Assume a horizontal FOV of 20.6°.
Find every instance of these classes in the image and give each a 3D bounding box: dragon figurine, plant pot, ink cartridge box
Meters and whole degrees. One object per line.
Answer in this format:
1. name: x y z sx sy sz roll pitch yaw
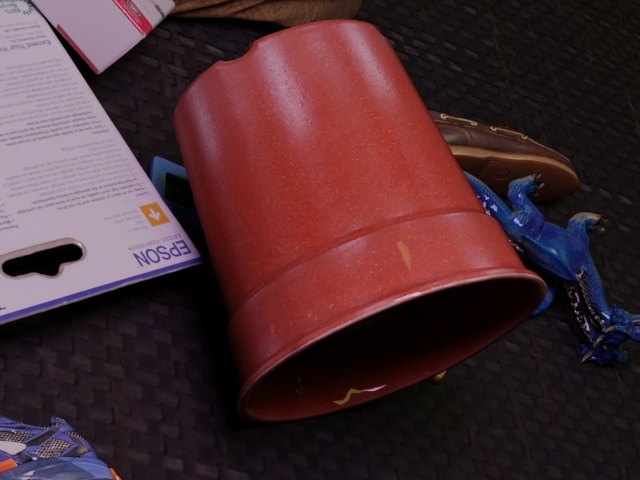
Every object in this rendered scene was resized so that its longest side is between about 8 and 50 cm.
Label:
1. dragon figurine: 0.215 0.016 1.782 0.289 0.085 0.144 31 40 -17
2. plant pot: 0.013 -0.024 1.474 0.272 0.272 0.265 -4 65 -43
3. ink cartridge box: -0.202 -0.225 1.615 0.109 0.063 0.150 48 16 -9
4. ink cartridge box: -0.301 -0.064 1.427 0.324 0.071 0.330 -17 68 -49

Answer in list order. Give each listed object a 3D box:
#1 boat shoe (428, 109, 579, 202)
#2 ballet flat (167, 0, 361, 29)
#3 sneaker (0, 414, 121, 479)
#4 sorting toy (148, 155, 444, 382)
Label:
1. boat shoe: 0.186 -0.094 1.867 0.207 0.073 0.073 13 50 -32
2. ballet flat: -0.058 -0.286 1.792 0.342 0.124 0.116 -1 59 -42
3. sneaker: -0.253 0.170 1.262 0.221 0.083 0.087 6 38 -44
4. sorting toy: 0.000 0.000 1.643 0.347 0.047 0.196 33 40 -13
